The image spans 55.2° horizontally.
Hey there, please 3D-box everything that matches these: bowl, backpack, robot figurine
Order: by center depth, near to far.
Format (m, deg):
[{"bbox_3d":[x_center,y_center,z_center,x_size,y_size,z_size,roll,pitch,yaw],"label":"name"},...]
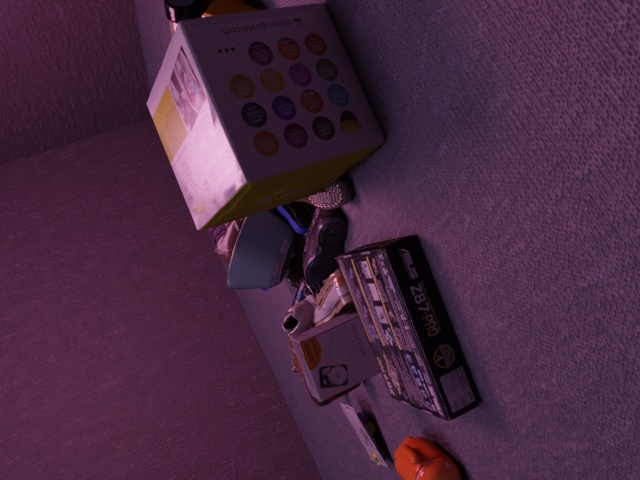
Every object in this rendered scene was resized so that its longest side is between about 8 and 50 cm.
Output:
[{"bbox_3d":[0.279,0.596,1.584,0.219,0.128,0.158,-153,55,-66],"label":"robot figurine"},{"bbox_3d":[-0.056,-0.082,1.815,0.120,0.098,0.101,49,167,15],"label":"backpack"},{"bbox_3d":[-0.188,0.041,2.105,0.311,0.163,0.311,18,-90,-87],"label":"bowl"}]

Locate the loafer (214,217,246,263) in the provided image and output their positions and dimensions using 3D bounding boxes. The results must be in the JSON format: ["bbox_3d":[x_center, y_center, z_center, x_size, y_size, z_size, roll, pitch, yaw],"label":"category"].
[{"bbox_3d":[-0.294,-0.088,2.188,0.134,0.130,0.366,-31,-42,-84],"label":"loafer"}]

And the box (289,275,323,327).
[{"bbox_3d":[-0.026,0.246,2.091,0.175,0.051,0.220,54,145,29],"label":"box"}]

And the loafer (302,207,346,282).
[{"bbox_3d":[0.008,0.006,1.742,0.302,0.109,0.095,106,153,-52],"label":"loafer"}]

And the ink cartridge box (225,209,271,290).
[{"bbox_3d":[-0.254,-0.001,2.407,0.395,0.151,0.270,67,163,-4],"label":"ink cartridge box"}]

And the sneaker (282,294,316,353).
[{"bbox_3d":[-0.080,0.293,2.030,0.099,0.121,0.262,46,140,37],"label":"sneaker"}]

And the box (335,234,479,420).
[{"bbox_3d":[0.188,0.196,1.424,0.395,0.097,0.318,68,161,-1],"label":"box"}]

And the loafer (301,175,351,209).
[{"bbox_3d":[-0.005,-0.144,1.600,0.268,0.092,0.102,15,118,49],"label":"loafer"}]

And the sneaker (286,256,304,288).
[{"bbox_3d":[-0.084,0.147,2.200,0.188,0.071,0.066,58,160,29],"label":"sneaker"}]

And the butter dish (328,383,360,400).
[{"bbox_3d":[0.071,0.412,1.986,0.118,0.160,0.160,-41,71,48],"label":"butter dish"}]

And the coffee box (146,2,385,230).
[{"bbox_3d":[-0.131,-0.255,1.321,0.338,0.338,0.334,-30,81,59],"label":"coffee box"}]

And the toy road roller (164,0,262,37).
[{"bbox_3d":[-0.253,-0.597,1.686,0.329,0.240,0.202,23,147,11],"label":"toy road roller"}]

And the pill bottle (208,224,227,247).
[{"bbox_3d":[-0.403,-0.060,2.709,0.323,0.181,0.181,60,161,26],"label":"pill bottle"}]

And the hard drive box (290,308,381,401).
[{"bbox_3d":[0.058,0.313,1.715,0.181,0.232,0.089,69,162,-7],"label":"hard drive box"}]

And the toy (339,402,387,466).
[{"bbox_3d":[0.162,0.661,2.123,0.237,0.056,0.137,63,159,-2],"label":"toy"}]

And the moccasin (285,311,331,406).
[{"bbox_3d":[-0.047,0.445,2.337,0.380,0.139,0.147,63,163,15],"label":"moccasin"}]

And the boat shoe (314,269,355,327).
[{"bbox_3d":[0.043,0.176,1.817,0.103,0.113,0.302,64,152,16],"label":"boat shoe"}]
